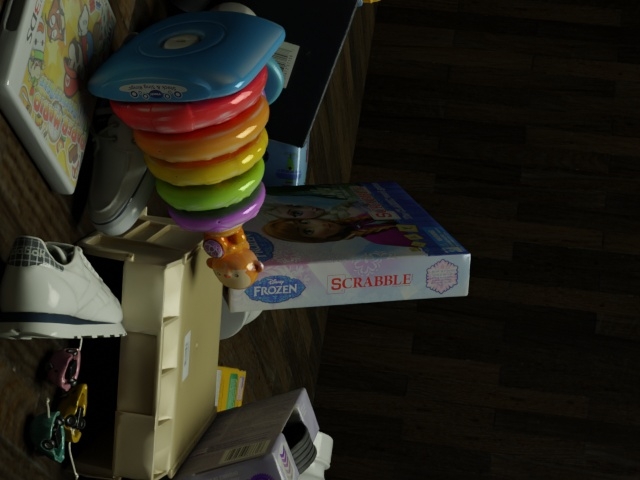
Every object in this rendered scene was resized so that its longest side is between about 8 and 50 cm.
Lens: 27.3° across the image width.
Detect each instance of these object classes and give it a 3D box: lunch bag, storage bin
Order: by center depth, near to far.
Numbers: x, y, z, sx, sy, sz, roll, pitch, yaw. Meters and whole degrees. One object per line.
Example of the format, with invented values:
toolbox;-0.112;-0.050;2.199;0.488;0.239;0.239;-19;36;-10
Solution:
storage bin;-0.199;0.115;1.531;0.260;0.123;0.262;-50;146;-76
lunch bag;-0.066;-0.153;2.177;0.293;0.138;0.220;-52;148;-70

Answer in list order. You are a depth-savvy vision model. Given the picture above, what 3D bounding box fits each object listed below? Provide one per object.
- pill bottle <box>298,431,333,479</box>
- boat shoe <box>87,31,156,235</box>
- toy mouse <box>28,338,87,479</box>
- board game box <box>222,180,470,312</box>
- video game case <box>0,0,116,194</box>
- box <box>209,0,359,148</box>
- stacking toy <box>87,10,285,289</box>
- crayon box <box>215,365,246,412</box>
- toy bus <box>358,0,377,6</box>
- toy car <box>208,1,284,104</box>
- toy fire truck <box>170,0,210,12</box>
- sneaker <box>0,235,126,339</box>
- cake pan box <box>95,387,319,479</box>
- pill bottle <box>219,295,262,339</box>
pill bottle;-0.091;0.534;2.305;0.229;0.229;0.407;76;21;-70
boat shoe;-0.218;-0.119;1.419;0.076;0.083;0.226;41;50;-48
toy mouse;-0.272;0.167;1.352;0.143;0.031;0.161;49;48;-80
board game box;0.000;0.000;1.803;0.318;0.318;0.065;-129;-142;-65
video game case;-0.249;-0.182;1.250;0.227;0.026;0.206;79;19;-67
box;-0.045;-0.358;1.780;0.343;0.179;0.312;114;-10;-58
stacking toy;-0.116;-0.072;1.381;0.165;0.175;0.301;-59;146;-52
crayon box;-0.187;0.279;1.910;0.323;0.083;0.203;44;53;-80
toy bus;0.006;-0.439;2.280;0.149;0.220;0.211;80;24;-57
toy car;-0.124;-0.187;1.592;0.182;0.136;0.159;-24;139;-32
toy fire truck;-0.149;-0.411;1.436;0.158;0.246;0.217;-44;-175;42
sneaker;-0.245;0.049;1.284;0.235;0.090;0.094;37;50;-83
cake pan box;-0.138;0.271;1.593;0.246;0.267;0.070;-63;134;-76
pill bottle;-0.132;0.054;1.940;0.229;0.131;0.131;-65;160;-67
